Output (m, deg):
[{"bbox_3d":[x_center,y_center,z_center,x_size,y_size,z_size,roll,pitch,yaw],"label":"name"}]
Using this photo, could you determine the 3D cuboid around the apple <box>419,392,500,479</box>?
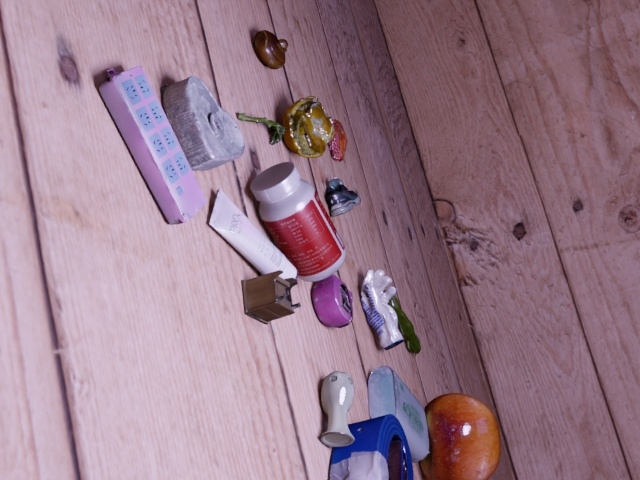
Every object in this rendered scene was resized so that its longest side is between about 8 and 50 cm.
[{"bbox_3d":[0.381,0.557,2.023,0.251,0.207,0.271,180,-94,-74],"label":"apple"}]

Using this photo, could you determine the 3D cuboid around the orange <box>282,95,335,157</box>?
[{"bbox_3d":[-0.040,-0.284,1.858,0.170,0.112,0.160,0,83,-46],"label":"orange"}]

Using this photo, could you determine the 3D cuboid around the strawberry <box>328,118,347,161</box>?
[{"bbox_3d":[0.051,-0.311,2.233,0.104,0.048,0.152,27,44,-59],"label":"strawberry"}]

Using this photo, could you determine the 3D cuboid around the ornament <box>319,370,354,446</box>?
[{"bbox_3d":[0.034,0.350,1.535,0.081,0.075,0.156,114,-17,-45],"label":"ornament"}]

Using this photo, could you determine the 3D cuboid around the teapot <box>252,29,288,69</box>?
[{"bbox_3d":[-0.122,-0.495,1.871,0.129,0.078,0.098,25,49,-65],"label":"teapot"}]

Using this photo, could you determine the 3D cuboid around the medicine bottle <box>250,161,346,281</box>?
[{"bbox_3d":[-0.047,-0.038,1.574,0.250,0.131,0.131,60,22,-28],"label":"medicine bottle"}]

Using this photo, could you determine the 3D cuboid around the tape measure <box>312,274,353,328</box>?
[{"bbox_3d":[0.032,0.139,1.714,0.118,0.074,0.125,50,26,-45],"label":"tape measure"}]

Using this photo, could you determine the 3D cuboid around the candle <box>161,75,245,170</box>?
[{"bbox_3d":[-0.217,-0.199,1.349,0.192,0.068,0.168,48,31,-43],"label":"candle"}]

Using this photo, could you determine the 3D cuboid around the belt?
[{"bbox_3d":[0.114,0.511,1.531,0.347,0.117,0.212,-70,140,-62],"label":"belt"}]

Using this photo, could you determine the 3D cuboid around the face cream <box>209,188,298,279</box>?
[{"bbox_3d":[-0.132,0.007,1.421,0.243,0.058,0.092,48,34,-38],"label":"face cream"}]

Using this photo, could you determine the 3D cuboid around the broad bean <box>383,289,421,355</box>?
[{"bbox_3d":[0.257,0.259,2.277,0.053,0.052,0.256,16,-40,61],"label":"broad bean"}]

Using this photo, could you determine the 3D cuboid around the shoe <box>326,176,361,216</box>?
[{"bbox_3d":[0.055,-0.130,2.049,0.099,0.071,0.169,65,23,-10],"label":"shoe"}]

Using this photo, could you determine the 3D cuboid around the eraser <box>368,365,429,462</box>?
[{"bbox_3d":[0.204,0.452,1.893,0.227,0.081,0.174,53,25,-44],"label":"eraser"}]

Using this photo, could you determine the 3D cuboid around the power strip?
[{"bbox_3d":[-0.272,-0.155,1.200,0.278,0.038,0.109,66,19,-16],"label":"power strip"}]

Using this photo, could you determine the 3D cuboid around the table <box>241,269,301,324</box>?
[{"bbox_3d":[-0.092,0.107,1.387,0.083,0.082,0.070,39,37,-57],"label":"table"}]

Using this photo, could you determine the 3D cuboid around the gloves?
[{"bbox_3d":[0.166,0.189,2.014,0.119,0.097,0.229,22,57,-72],"label":"gloves"}]

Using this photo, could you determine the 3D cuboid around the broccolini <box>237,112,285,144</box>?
[{"bbox_3d":[-0.129,-0.271,1.688,0.194,0.052,0.054,23,47,-65],"label":"broccolini"}]
